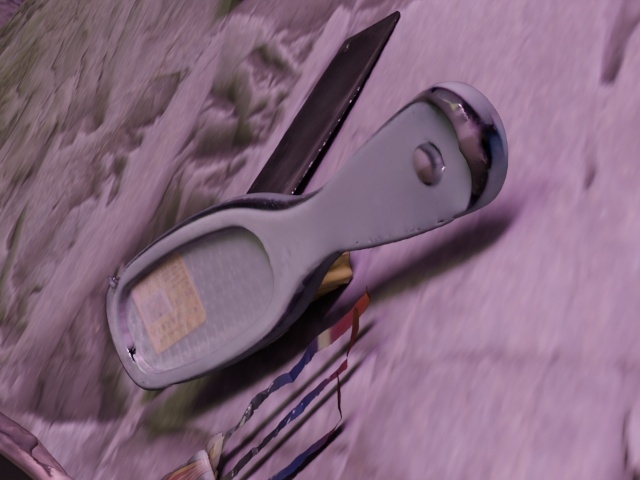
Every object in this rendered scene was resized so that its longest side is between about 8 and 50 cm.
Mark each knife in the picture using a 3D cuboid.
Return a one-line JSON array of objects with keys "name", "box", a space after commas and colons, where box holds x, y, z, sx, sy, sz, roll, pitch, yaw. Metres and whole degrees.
[{"name": "knife", "box": [-0.026, -0.028, 1.034, 0.072, 0.019, 0.245, -24, 31, 59]}]

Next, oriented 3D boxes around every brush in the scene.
[{"name": "brush", "box": [0.000, 0.000, 0.836, 0.060, 0.068, 0.297, -15, -8, -36]}]

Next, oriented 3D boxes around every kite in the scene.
[{"name": "kite", "box": [-0.048, 0.111, 0.809, 0.229, 0.016, 0.127, -48, 19, 31]}]

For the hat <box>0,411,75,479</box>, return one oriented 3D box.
[{"name": "hat", "box": [-0.133, 0.145, 0.721, 0.275, 0.161, 0.232, 1, 94, 48]}]
